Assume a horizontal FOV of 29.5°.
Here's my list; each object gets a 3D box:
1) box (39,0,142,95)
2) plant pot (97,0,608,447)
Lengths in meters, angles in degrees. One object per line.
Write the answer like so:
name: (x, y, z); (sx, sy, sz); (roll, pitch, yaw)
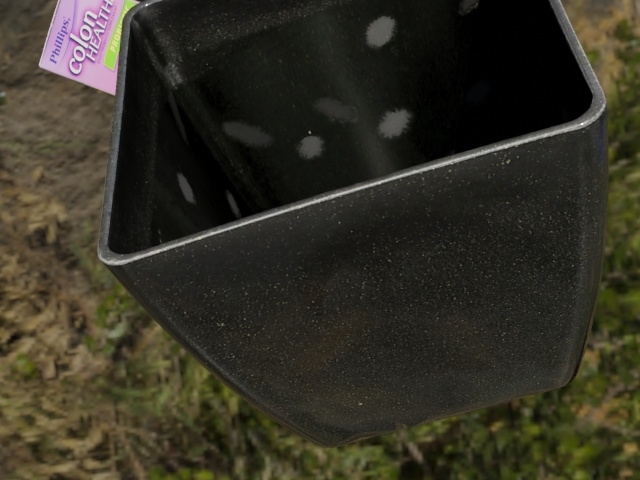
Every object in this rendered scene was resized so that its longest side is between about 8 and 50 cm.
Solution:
box: (-0.182, -0.222, 1.522); (0.117, 0.243, 0.213); (-72, 163, 7)
plant pot: (0.028, -0.019, 0.540); (0.187, 0.188, 0.167); (-96, 166, -49)
